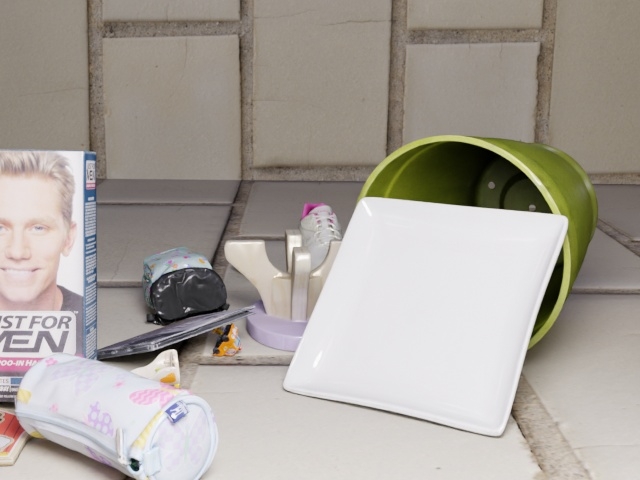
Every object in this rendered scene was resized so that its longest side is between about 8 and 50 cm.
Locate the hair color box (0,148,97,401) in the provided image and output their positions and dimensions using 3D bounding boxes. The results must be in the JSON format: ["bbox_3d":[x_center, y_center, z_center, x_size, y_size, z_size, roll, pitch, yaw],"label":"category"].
[{"bbox_3d":[-0.406,0.047,1.487,0.174,0.347,0.105,0,3,-2],"label":"hair color box"}]

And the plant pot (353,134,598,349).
[{"bbox_3d":[0.298,-0.020,1.776,0.367,0.366,0.353,8,18,31],"label":"plant pot"}]

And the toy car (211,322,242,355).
[{"bbox_3d":[-0.148,0.153,1.745,0.041,0.060,0.122,31,14,-12],"label":"toy car"}]

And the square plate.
[{"bbox_3d":[0.156,0.100,1.545,0.344,0.347,0.049,7,-30,31],"label":"square plate"}]

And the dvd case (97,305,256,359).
[{"bbox_3d":[-0.234,0.147,1.703,0.165,0.018,0.221,-13,2,43],"label":"dvd case"}]

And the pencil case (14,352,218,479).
[{"bbox_3d":[-0.249,0.216,1.277,0.273,0.113,0.124,12,35,41],"label":"pencil case"}]

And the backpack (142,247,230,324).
[{"bbox_3d":[-0.257,0.080,1.946,0.152,0.115,0.182,-6,10,-19],"label":"backpack"}]

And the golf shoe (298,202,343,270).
[{"bbox_3d":[0.000,0.000,2.297,0.115,0.140,0.306,0,13,-14],"label":"golf shoe"}]

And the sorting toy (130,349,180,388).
[{"bbox_3d":[-0.245,0.197,1.557,0.075,0.044,0.083,-8,13,-6],"label":"sorting toy"}]

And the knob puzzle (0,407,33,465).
[{"bbox_3d":[-0.459,0.238,1.360,0.213,0.029,0.213,0,11,0],"label":"knob puzzle"}]

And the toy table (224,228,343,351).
[{"bbox_3d":[-0.039,0.078,1.856,0.252,0.160,0.274,-3,11,-18],"label":"toy table"}]
